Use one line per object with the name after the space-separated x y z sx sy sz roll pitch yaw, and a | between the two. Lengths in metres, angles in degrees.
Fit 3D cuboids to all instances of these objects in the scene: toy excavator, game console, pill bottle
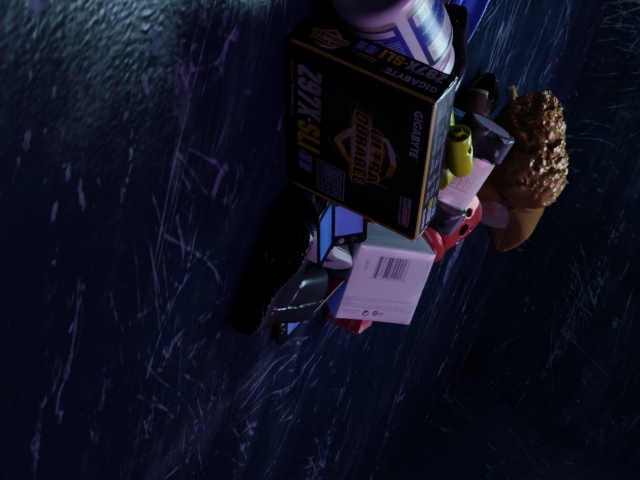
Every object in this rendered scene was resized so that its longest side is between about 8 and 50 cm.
0.228 -0.206 1.986 0.222 0.433 0.445 -59 -154 21 | toy excavator
-0.020 0.144 2.006 0.144 0.085 0.124 -43 147 -44 | game console
0.126 -0.349 1.581 0.153 0.153 0.265 -60 152 -8 | pill bottle
0.038 -0.020 1.734 0.071 0.107 0.122 -110 -165 -48 | game console

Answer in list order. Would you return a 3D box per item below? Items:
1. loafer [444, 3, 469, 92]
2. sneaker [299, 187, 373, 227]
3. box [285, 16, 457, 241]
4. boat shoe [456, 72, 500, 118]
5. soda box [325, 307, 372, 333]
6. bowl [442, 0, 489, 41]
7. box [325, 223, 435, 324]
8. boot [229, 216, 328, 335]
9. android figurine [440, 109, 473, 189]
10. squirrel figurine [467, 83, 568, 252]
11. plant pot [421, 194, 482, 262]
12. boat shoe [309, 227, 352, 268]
0.224 -0.320 1.746 0.078 0.076 0.223 86 16 -58 | loafer
0.034 -0.063 1.816 0.221 0.087 0.083 4 81 -58 | sneaker
0.071 -0.170 1.567 0.079 0.257 0.322 -50 158 -31 | box
0.376 -0.332 2.424 0.257 0.095 0.095 -58 158 -46 | boat shoe
0.100 0.075 2.223 0.083 0.092 0.263 -30 142 -61 | soda box
0.240 -0.491 1.862 0.391 0.077 0.391 -51 157 -31 | bowl
0.117 0.067 2.083 0.119 0.181 0.181 -119 -138 -56 | box
-0.049 0.057 1.800 0.207 0.094 0.246 -12 133 -62 | boot
0.139 -0.171 1.627 0.056 0.248 0.273 -54 152 -29 | android figurine
0.521 -0.229 2.539 0.370 0.281 0.397 -62 -167 -27 | squirrel figurine
0.255 -0.055 2.325 0.174 0.191 0.191 -42 154 -26 | plant pot
0.000 0.000 1.912 0.219 0.078 0.070 36 49 -65 | boat shoe
